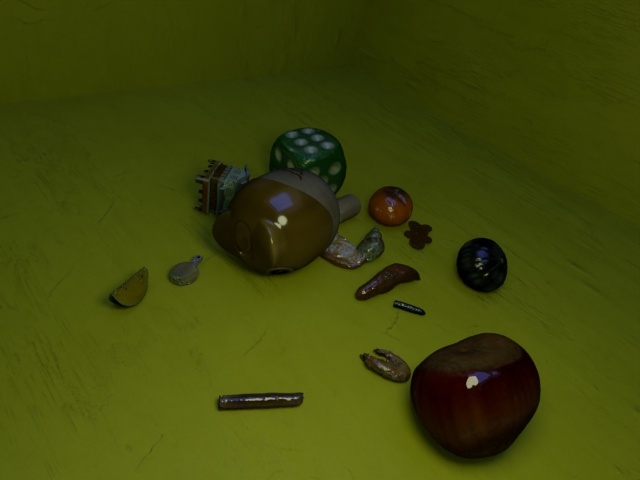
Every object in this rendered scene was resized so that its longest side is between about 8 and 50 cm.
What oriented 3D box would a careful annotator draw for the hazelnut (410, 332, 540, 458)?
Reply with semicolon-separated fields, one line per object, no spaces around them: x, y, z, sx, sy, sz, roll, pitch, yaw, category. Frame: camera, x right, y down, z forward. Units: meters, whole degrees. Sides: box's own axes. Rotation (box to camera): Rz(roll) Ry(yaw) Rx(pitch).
0.476;0.473;1.484;0.410;0.359;0.359;-6;42;-30;hazelnut

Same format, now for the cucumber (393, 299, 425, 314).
0.360;0.272;1.922;0.133;0.032;0.032;17;38;5;cucumber

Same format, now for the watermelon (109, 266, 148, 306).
-0.655;0.182;1.668;0.075;0.092;0.181;33;31;2;watermelon

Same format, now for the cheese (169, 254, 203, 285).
-0.502;0.112;1.834;0.092;0.047;0.171;33;41;21;cheese

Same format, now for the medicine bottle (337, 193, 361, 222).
0.078;-0.136;2.277;0.114;0.114;0.252;37;43;27;medicine bottle

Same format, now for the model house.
-0.430;-0.231;2.145;0.216;0.224;0.198;13;37;0;model house

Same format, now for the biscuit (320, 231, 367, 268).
0.057;0.024;2.099;0.154;0.045;0.299;-33;64;-17;biscuit

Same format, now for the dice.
-0.067;-0.371;2.378;0.287;0.300;0.297;-17;48;-31;dice

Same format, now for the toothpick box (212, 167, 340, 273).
-0.161;-0.065;1.891;0.409;0.408;0.425;34;40;24;toothpick box

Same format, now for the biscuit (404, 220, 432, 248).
0.475;-0.021;2.327;0.138;0.031;0.205;16;38;3;biscuit

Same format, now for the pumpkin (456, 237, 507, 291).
0.711;0.109;2.114;0.250;0.216;0.249;9;67;-22;pumpkin

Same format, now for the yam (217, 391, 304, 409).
-0.179;0.490;1.464;0.264;0.046;0.046;2;39;-14;yam

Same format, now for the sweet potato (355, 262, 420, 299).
0.285;0.157;1.990;0.355;0.106;0.095;-14;12;-33;sweet potato

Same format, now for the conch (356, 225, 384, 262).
0.227;0.028;2.134;0.173;0.105;0.116;-29;35;-25;conch

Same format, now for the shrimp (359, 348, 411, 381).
0.228;0.432;1.677;0.188;0.051;0.132;25;20;5;shrimp

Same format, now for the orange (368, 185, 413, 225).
0.349;-0.172;2.363;0.224;0.170;0.224;8;37;-6;orange
